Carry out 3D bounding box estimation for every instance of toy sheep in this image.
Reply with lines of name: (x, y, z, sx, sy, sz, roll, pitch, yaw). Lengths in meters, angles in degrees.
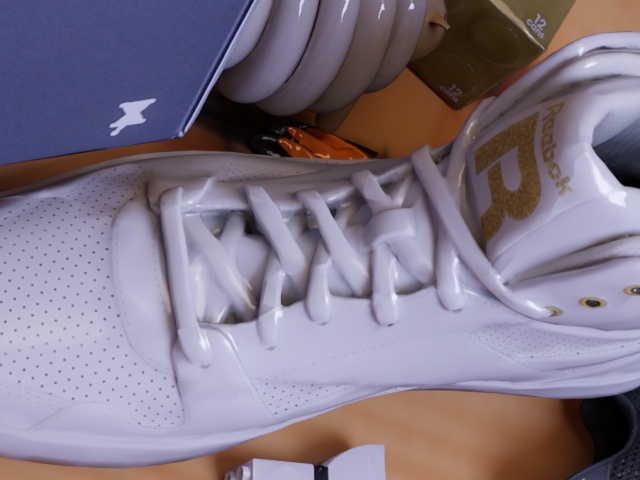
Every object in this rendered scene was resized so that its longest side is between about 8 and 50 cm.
toy sheep: (-0.013, -0.083, 0.605, 0.132, 0.091, 0.091, 3, 71, -31)

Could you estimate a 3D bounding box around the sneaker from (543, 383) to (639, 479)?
sneaker: (0.099, 0.122, 0.623, 0.077, 0.072, 0.178, 30, 52, -4)

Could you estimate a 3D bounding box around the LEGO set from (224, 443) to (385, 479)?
LEGO set: (-0.006, 0.163, 0.526, 0.093, 0.087, 0.227, 10, 67, -27)

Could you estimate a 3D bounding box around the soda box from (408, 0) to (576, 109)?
soda box: (0.016, -0.136, 0.659, 0.181, 0.061, 0.058, 41, 57, -12)

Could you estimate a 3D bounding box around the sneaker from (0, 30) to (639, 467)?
sneaker: (0.018, -0.007, 0.536, 0.292, 0.169, 0.108, -5, 71, -21)

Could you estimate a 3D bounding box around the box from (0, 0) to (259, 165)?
box: (-0.208, -0.174, 0.429, 0.343, 0.179, 0.312, -12, 64, -33)

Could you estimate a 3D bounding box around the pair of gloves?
pair of gloves: (0.000, 0.000, 0.633, 0.074, 0.010, 0.083, 29, 62, -19)
